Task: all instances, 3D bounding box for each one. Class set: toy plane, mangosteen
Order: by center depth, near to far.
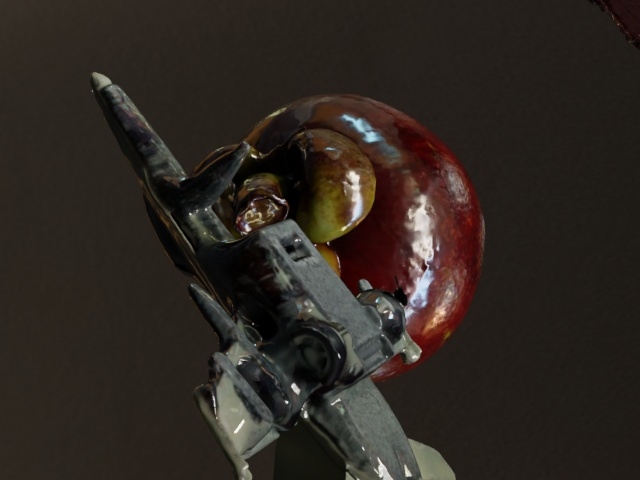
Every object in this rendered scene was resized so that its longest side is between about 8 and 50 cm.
[{"bbox_3d":[-0.026,0.020,0.545,0.088,0.192,0.262,-30,-93,28],"label":"toy plane"},{"bbox_3d":[0.000,0.000,0.815,0.215,0.257,0.215,-1,-91,23],"label":"mangosteen"}]

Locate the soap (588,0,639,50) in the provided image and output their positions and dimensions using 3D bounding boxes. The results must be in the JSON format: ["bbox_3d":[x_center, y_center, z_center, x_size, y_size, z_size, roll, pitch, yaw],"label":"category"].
[{"bbox_3d":[0.285,-0.225,0.905,0.127,0.220,0.325,-44,-74,7],"label":"soap"}]
